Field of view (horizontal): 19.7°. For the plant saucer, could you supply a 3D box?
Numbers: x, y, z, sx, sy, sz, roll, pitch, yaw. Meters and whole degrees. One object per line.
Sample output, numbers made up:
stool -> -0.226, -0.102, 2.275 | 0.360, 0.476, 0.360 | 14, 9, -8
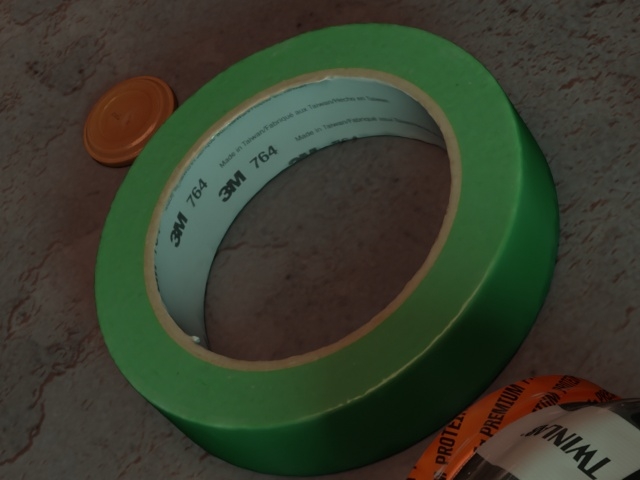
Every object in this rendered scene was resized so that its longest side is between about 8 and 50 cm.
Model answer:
plant saucer -> -0.152, -0.096, 1.458 | 0.083, 0.013, 0.083 | -16, 52, 21

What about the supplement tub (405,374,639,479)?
supplement tub -> 0.184, 0.206, 0.832 | 0.207, 0.207, 0.338 | -46, 40, -5

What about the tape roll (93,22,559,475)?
tape roll -> 0.000, 0.000, 1.263 | 0.321, 0.077, 0.321 | -15, 53, 21
